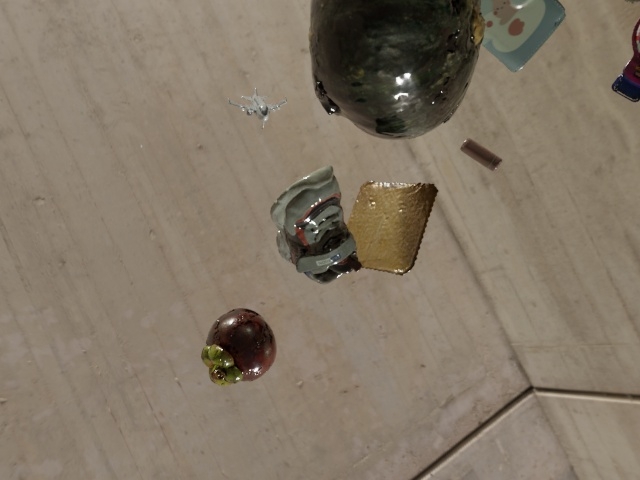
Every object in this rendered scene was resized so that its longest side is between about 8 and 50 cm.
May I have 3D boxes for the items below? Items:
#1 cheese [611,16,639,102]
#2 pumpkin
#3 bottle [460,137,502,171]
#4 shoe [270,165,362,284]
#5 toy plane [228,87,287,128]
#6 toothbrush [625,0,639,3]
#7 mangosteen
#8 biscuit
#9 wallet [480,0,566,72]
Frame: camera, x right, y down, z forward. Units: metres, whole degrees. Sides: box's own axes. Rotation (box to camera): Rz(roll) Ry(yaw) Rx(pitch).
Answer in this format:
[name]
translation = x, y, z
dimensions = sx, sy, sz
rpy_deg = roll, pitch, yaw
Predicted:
[cheese]
translation = 0.787, -0.445, 1.201
dimensions = 0.155, 0.062, 0.244
rpy_deg = 34, -72, 6
[pumpkin]
translation = 0.164, -0.434, 1.082
dimensions = 0.344, 0.454, 0.454
rpy_deg = 12, -110, 19
[bottle]
translation = 0.539, -0.288, 1.731
dimensions = 0.140, 0.053, 0.053
rpy_deg = 37, -115, 13
[shoe]
translation = 0.001, 0.000, 0.724
dimensions = 0.099, 0.227, 0.125
rpy_deg = -28, -113, -17
[toy plane]
translation = -0.166, -0.363, 1.406
dimensions = 0.162, 0.065, 0.171
rpy_deg = -5, -137, -15
[toothbrush]
translation = 0.616, -0.333, 0.703
dimensions = 0.364, 0.041, 0.040
rpy_deg = 10, -109, 18
[mangosteen]
translation = -0.187, 0.245, 1.146
dimensions = 0.166, 0.166, 0.180
rpy_deg = 54, -137, -3
[biscuit]
translation = 0.155, -0.038, 1.249
dimensions = 0.013, 0.232, 0.236
rpy_deg = 36, -110, -45
[wallet]
translation = 0.561, -0.724, 1.580
dimensions = 0.360, 0.083, 0.252
rpy_deg = 34, -69, -18
